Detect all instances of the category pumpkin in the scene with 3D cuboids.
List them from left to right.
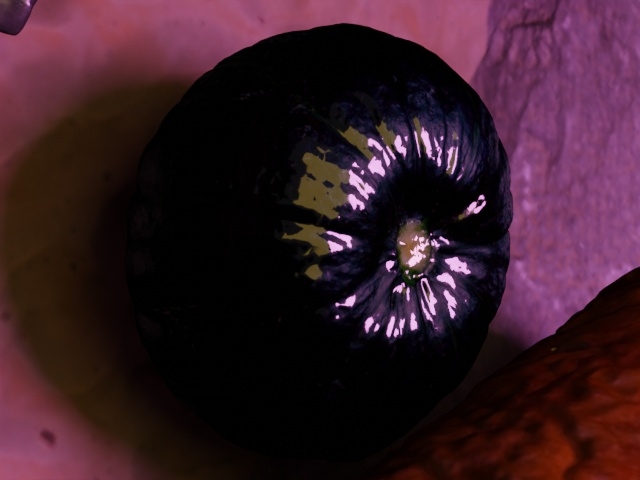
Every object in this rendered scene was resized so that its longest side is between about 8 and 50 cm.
[{"bbox_3d":[0.000,0.000,0.748,0.202,0.140,0.202,-7,100,-43],"label":"pumpkin"}]

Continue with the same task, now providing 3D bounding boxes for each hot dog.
[{"bbox_3d":[0.099,0.153,0.730,0.387,0.267,0.174,-32,72,-37],"label":"hot dog"}]

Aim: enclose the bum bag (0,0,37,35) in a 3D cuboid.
[{"bbox_3d":[-0.140,-0.185,0.735,0.087,0.049,0.197,23,71,-13],"label":"bum bag"}]
